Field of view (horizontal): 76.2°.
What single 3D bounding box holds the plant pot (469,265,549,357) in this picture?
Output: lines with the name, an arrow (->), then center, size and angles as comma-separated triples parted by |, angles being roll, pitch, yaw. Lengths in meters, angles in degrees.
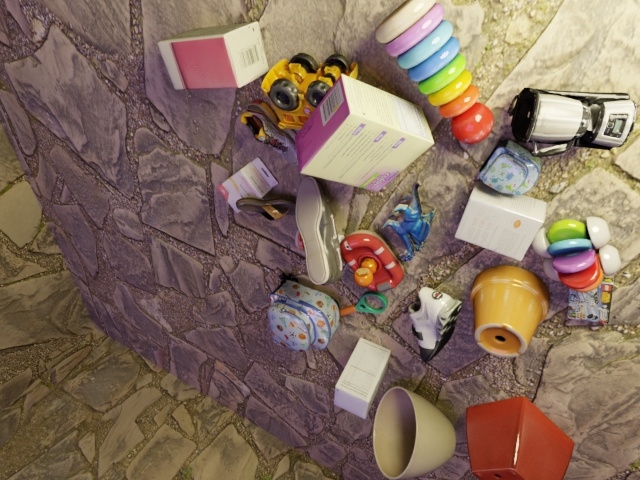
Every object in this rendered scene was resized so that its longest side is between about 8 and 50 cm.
plant pot -> 0.504, 0.205, 1.117 | 0.205, 0.188, 0.205 | 18, 134, 20

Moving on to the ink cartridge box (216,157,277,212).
ink cartridge box -> -0.247, -0.184, 1.375 | 0.198, 0.067, 0.115 | -24, 110, 43

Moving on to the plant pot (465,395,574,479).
plant pot -> 0.675, 0.747, 1.429 | 0.267, 0.236, 0.267 | 43, 137, -4

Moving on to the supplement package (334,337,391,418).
supplement package -> 0.163, 0.527, 1.576 | 0.138, 0.244, 0.134 | 19, 134, 20

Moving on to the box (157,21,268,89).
box -> -0.279, -0.486, 1.081 | 0.232, 0.149, 0.127 | 10, 131, 28

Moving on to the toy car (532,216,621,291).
toy car -> 0.595, 0.042, 0.955 | 0.159, 0.136, 0.182 | -16, 115, 42

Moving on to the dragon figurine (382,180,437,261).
dragon figurine -> 0.266, -0.055, 1.127 | 0.144, 0.085, 0.289 | 30, 141, 5

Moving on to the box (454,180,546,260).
box -> 0.443, -0.050, 1.012 | 0.170, 0.091, 0.130 | 22, 135, 17

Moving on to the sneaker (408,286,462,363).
sneaker -> 0.357, 0.272, 1.343 | 0.146, 0.122, 0.331 | 34, 141, 31

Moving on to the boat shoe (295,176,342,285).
boat shoe -> -0.001, -0.028, 1.268 | 0.112, 0.095, 0.336 | -13, 82, 40

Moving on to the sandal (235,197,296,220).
sandal -> -0.170, -0.099, 1.347 | 0.219, 0.060, 0.090 | 5, 157, -11

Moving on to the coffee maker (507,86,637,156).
coffee maker -> 0.482, -0.247, 0.796 | 0.178, 0.171, 0.120 | 7, 138, 7

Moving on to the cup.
cup -> 0.389, 0.773, 1.623 | 0.236, 0.331, 0.331 | 17, 140, -16

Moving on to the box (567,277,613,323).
box -> 0.698, 0.152, 1.060 | 0.093, 0.027, 0.137 | 4, 128, 33

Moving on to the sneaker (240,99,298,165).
sneaker -> -0.143, -0.299, 1.190 | 0.225, 0.093, 0.088 | 43, 137, -6

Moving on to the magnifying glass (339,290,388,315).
magnifying glass -> 0.150, 0.243, 1.505 | 0.231, 0.026, 0.092 | -26, 109, 45

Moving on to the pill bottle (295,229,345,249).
pill bottle -> 0.000, 0.000, 1.353 | 0.151, 0.086, 0.086 | 12, 131, 25

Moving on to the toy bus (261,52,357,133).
toy bus -> -0.012, -0.343, 1.042 | 0.220, 0.150, 0.212 | 11, 144, 23

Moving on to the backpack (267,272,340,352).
backpack -> -0.063, 0.296, 1.567 | 0.263, 0.213, 0.277 | 8, 128, 20

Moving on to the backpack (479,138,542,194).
backpack -> 0.435, -0.158, 0.932 | 0.114, 0.084, 0.105 | 28, 139, 7

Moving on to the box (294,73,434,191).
box -> 0.098, -0.240, 0.970 | 0.242, 0.117, 0.213 | 9, 148, -31

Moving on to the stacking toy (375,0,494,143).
stacking toy -> 0.263, -0.349, 0.869 | 0.141, 0.141, 0.330 | -22, 119, 43

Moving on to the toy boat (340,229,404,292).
toy boat -> 0.146, 0.084, 1.273 | 0.151, 0.151, 0.231 | -28, 108, 39
